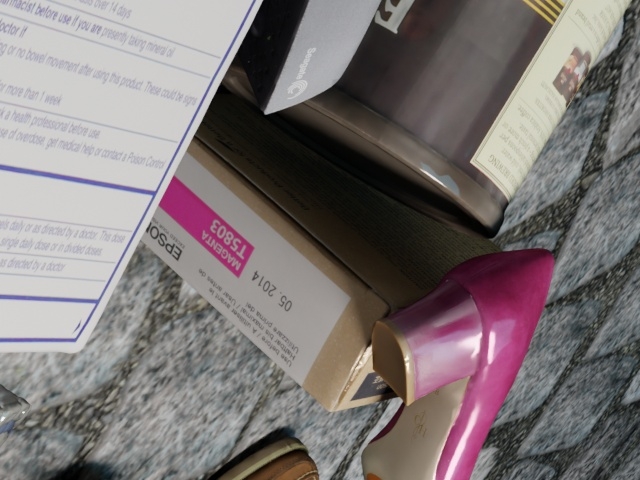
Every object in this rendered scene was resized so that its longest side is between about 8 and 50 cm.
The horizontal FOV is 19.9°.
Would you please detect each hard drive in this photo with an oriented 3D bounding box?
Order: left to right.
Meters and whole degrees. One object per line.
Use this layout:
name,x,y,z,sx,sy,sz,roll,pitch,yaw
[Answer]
hard drive,0.001,-0.210,0.937,0.054,0.172,0.254,0,133,-23

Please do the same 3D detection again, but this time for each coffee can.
coffee can,0.088,-0.168,1.108,0.275,0.202,0.201,-59,155,-4

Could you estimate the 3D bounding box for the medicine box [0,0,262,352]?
medicine box,-0.160,-0.106,0.785,0.289,0.149,0.263,-63,159,8

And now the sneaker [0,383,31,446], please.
sneaker,-0.253,0.089,1.064,0.111,0.129,0.297,-46,173,-13

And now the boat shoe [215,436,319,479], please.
boat shoe,-0.101,0.304,1.595,0.307,0.104,0.110,-41,153,-18

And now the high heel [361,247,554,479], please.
high heel,0.089,0.107,1.122,0.117,0.082,0.244,-25,134,-21

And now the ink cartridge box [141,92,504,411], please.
ink cartridge box,0.000,0.000,1.197,0.193,0.235,0.088,-5,131,-54
